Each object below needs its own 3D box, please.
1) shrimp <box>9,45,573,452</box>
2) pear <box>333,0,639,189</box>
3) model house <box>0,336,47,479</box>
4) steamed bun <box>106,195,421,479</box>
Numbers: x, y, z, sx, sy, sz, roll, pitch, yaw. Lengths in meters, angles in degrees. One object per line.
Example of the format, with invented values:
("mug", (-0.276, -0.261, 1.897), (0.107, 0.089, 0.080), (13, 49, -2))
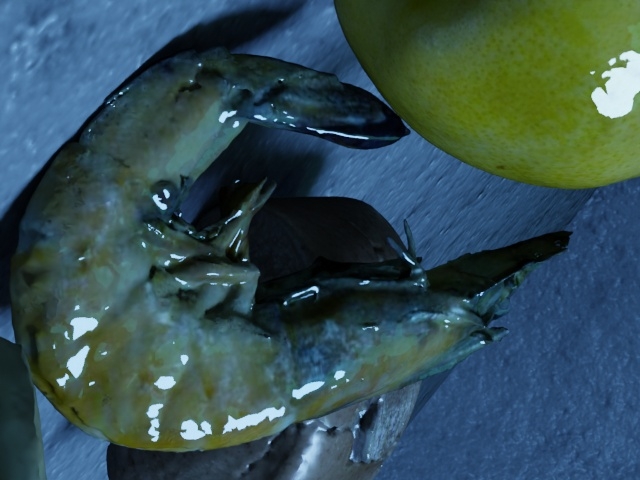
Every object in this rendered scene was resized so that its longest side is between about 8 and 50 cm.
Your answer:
("shrimp", (0.000, 0.000, 0.914), (0.445, 0.085, 0.272), (-5, 103, -29))
("pear", (0.162, -0.181, 0.870), (0.314, 0.314, 0.314), (-46, 163, -18))
("model house", (-0.284, 0.281, 0.575), (0.342, 0.382, 0.335), (-3, 142, -20))
("steamed bun", (-0.017, 0.117, 1.097), (0.251, 0.199, 0.301), (9, 105, -53))
